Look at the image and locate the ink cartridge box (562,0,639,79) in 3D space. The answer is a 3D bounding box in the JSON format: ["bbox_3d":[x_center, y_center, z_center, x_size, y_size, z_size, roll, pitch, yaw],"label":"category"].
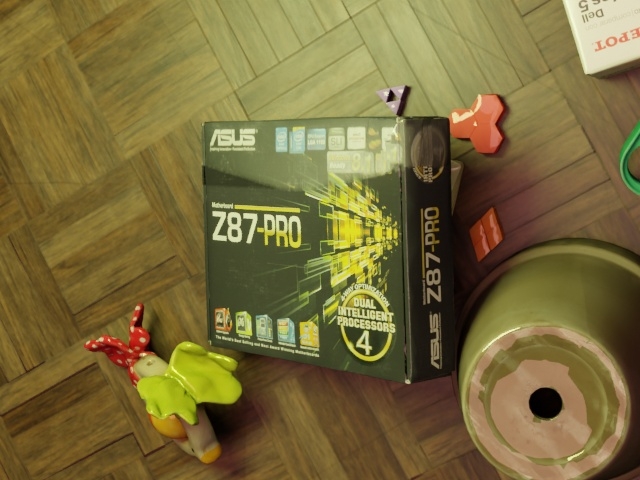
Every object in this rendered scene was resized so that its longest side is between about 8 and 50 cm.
[{"bbox_3d":[0.383,-0.355,1.453,0.198,0.115,0.273,-17,90,20],"label":"ink cartridge box"}]

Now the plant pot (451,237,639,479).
[{"bbox_3d":[0.292,0.167,1.451,0.323,0.280,0.323,2,95,19],"label":"plant pot"}]

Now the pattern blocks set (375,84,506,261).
[{"bbox_3d":[0.110,-0.047,1.627,0.285,0.026,0.325,7,98,19],"label":"pattern blocks set"}]

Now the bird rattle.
[{"bbox_3d":[-0.226,0.220,1.701,0.253,0.143,0.207,12,131,46],"label":"bird rattle"}]

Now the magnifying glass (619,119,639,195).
[{"bbox_3d":[0.411,-0.147,1.448,0.092,0.026,0.231,1,128,11],"label":"magnifying glass"}]

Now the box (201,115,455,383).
[{"bbox_3d":[0.000,0.000,1.548,0.395,0.097,0.318,6,98,48],"label":"box"}]
